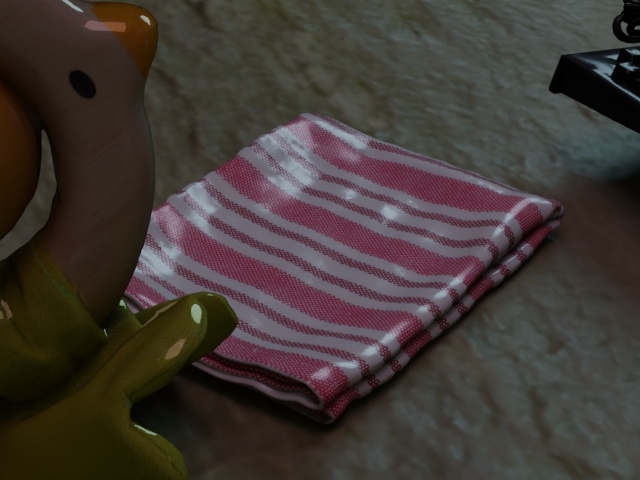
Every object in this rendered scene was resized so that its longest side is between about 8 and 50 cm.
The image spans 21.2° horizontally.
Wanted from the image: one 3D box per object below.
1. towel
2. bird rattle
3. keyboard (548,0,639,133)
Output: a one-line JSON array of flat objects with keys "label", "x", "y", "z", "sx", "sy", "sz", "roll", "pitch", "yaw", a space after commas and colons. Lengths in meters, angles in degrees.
[{"label": "towel", "x": 0.000, "y": 0.000, "z": 0.734, "sx": 0.144, "sy": 0.029, "sz": 0.197, "roll": 23, "pitch": 37, "yaw": 28}, {"label": "bird rattle", "x": -0.151, "y": -0.003, "z": 0.584, "sx": 0.253, "sy": 0.207, "sz": 0.143, "roll": 12, "pitch": 14, "yaw": -3}, {"label": "keyboard", "x": 0.256, "y": -0.098, "z": 0.878, "sx": 0.317, "sy": 0.033, "sz": 0.201, "roll": -9, "pitch": 27, "yaw": -30}]
